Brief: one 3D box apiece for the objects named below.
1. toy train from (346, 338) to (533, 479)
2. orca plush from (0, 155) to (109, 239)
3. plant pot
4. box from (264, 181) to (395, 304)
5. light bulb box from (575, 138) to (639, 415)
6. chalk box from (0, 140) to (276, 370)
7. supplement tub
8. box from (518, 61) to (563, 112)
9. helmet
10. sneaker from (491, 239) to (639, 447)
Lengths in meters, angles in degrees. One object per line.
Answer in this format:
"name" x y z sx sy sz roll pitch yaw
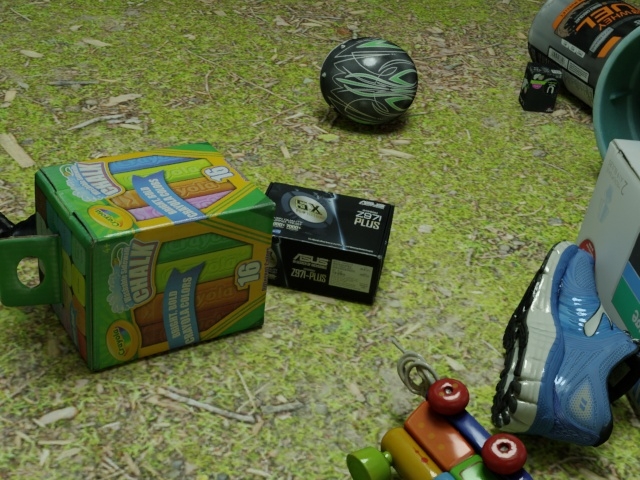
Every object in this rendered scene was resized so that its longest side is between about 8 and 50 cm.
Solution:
"toy train" 0.086 0.205 0.952 0.143 0.105 0.248 -23 42 -21
"orca plush" -0.295 -0.065 1.259 0.287 0.102 0.151 -9 19 -6
"plant pot" 0.685 -0.233 1.557 0.341 0.341 0.334 31 38 32
"box" 0.000 0.000 1.271 0.180 0.077 0.147 12 31 6
"light bulb box" 0.548 0.061 1.161 0.361 0.225 0.358 4 32 -8
"chalk box" -0.224 0.017 1.097 0.289 0.180 0.179 -15 38 -31
"supplement tub" 0.581 -0.362 1.870 0.207 0.207 0.338 -6 34 -23
"box" 0.432 -0.301 1.853 0.062 0.083 0.052 5 33 -6
"helmet" 0.087 -0.283 1.671 0.170 0.169 0.161 13 15 7
"sneaker" 0.301 0.126 1.120 0.147 0.129 0.330 23 39 4
